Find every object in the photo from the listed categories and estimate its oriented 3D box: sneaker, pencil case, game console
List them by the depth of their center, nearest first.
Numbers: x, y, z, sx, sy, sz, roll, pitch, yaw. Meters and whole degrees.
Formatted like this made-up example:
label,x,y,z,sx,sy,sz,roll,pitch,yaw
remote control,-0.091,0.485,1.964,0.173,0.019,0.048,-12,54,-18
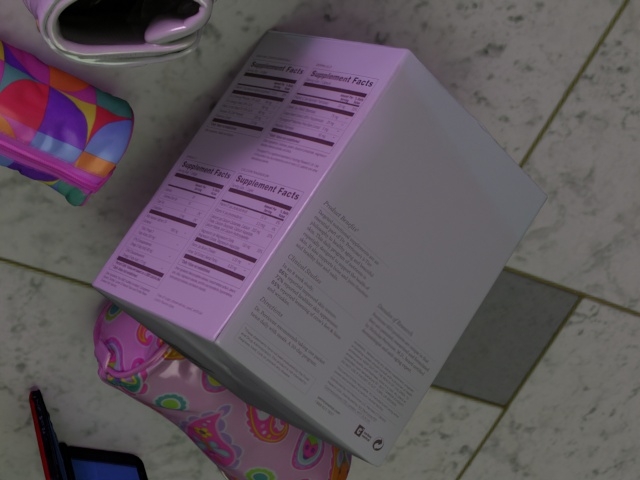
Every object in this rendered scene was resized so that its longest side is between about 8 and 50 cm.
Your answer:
label,x,y,z,sx,sy,sz,roll,pitch,yaw
sneaker,-0.078,-0.199,1.161,0.292,0.169,0.108,-16,124,-10
pencil case,-0.262,-0.108,1.202,0.236,0.104,0.104,22,113,-30
game console,-0.202,0.209,1.404,0.085,0.144,0.124,-16,126,-9
pencil case,-0.085,0.150,1.420,0.124,0.124,0.284,-36,128,7

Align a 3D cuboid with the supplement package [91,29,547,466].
label,x,y,z,sx,sy,sz,roll,pitch,yaw
supplement package,0.000,0.000,1.243,0.199,0.198,0.262,42,76,-35
